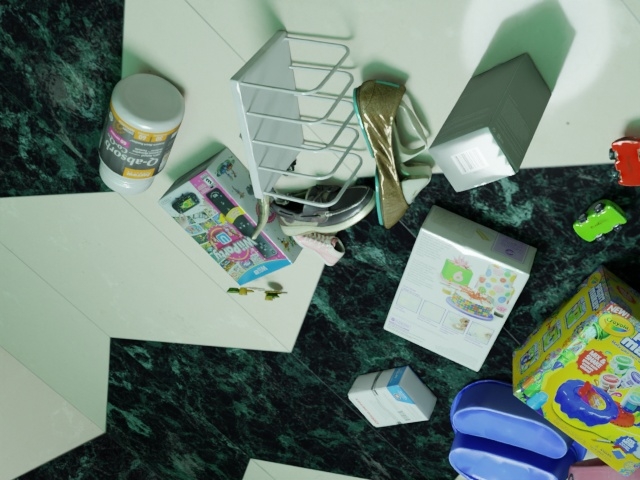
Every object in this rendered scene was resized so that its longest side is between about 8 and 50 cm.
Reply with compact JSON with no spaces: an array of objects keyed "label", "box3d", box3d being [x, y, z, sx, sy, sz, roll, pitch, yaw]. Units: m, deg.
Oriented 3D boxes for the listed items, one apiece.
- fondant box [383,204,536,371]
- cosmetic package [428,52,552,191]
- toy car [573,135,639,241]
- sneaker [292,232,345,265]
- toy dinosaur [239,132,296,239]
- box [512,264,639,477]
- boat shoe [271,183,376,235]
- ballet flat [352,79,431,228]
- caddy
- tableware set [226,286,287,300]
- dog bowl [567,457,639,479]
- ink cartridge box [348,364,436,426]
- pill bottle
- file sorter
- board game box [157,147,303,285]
[{"label":"fondant box","box3d":[0.297,0.111,1.746,0.238,0.096,0.330,24,135,10]},{"label":"cosmetic package","box3d":[0.291,-0.202,1.351,0.127,0.238,0.107,-18,117,45]},{"label":"toy car","box3d":[0.558,-0.071,1.451,0.239,0.053,0.225,41,139,-9]},{"label":"sneaker","box3d":[0.000,0.000,1.881,0.134,0.051,0.070,38,138,-12]},{"label":"toy dinosaur","box3d":[-0.115,-0.132,1.782,0.118,0.064,0.268,3,107,27]},{"label":"box","box3d":[0.587,0.259,1.595,0.290,0.177,0.279,36,115,-3]},{"label":"boat shoe","box3d":[0.000,-0.078,1.765,0.285,0.102,0.092,-10,129,46]},{"label":"ballet flat","box3d":[0.154,-0.167,1.589,0.124,0.116,0.342,-5,125,14]},{"label":"caddy","box3d":[0.476,0.480,1.963,0.342,0.179,0.241,12,113,24]},{"label":"tableware set","box3d":[-0.167,0.141,2.077,0.104,0.024,0.154,-3,169,33]},{"label":"dog bowl","box3d":[0.728,0.542,1.735,0.408,0.150,0.408,-8,166,-2]},{"label":"ink cartridge box","box3d":[0.193,0.423,2.153,0.191,0.082,0.139,-20,117,45]},{"label":"pill bottle","box3d":[-0.418,-0.235,1.825,0.162,0.162,0.278,33,140,-1]},{"label":"file sorter","box3d":[-0.033,-0.232,1.556,0.173,0.192,0.277,13,136,23]},{"label":"board game box","box3d":[-0.211,-0.049,1.931,0.303,0.097,0.224,47,138,-18]}]
